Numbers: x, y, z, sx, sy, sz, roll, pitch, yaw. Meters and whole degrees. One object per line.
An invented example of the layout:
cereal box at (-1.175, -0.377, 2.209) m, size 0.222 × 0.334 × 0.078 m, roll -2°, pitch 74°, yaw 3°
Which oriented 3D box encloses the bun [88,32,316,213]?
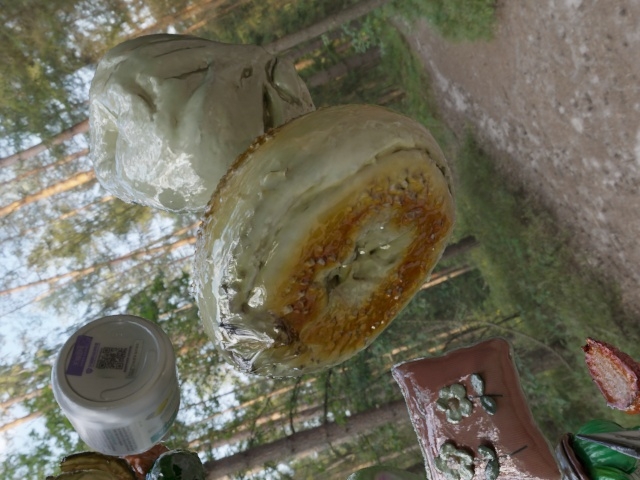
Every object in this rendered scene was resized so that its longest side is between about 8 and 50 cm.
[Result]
bun at (-0.156, -0.182, 0.673) m, size 0.360 × 0.359 × 0.211 m, roll -105°, pitch 16°, yaw -66°

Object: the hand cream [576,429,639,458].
hand cream at (0.569, 0.299, 0.691) m, size 0.121 × 0.336 × 0.076 m, roll 132°, pitch 140°, yaw -72°

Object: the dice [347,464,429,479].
dice at (0.154, 0.700, 0.943) m, size 0.330 × 0.322 × 0.318 m, roll 22°, pitch -163°, yaw 7°

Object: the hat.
hat at (-0.448, 0.585, 1.122) m, size 0.285 × 0.400 × 0.285 m, roll 33°, pitch -155°, yaw -18°

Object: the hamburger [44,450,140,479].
hamburger at (-0.315, 0.439, 0.700) m, size 0.262 × 0.131 × 0.124 m, roll 64°, pitch 159°, yaw 11°

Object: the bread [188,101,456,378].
bread at (0.000, 0.000, 0.488) m, size 0.159 × 0.305 × 0.305 m, roll 41°, pitch 168°, yaw 37°

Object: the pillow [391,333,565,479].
pillow at (0.186, 0.224, 0.584) m, size 0.075 × 0.171 × 0.179 m, roll 8°, pitch -119°, yaw -57°

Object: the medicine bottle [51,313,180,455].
medicine bottle at (-0.253, 0.202, 0.607) m, size 0.215 × 0.135 × 0.135 m, roll 104°, pitch 151°, yaw -49°

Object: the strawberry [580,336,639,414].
strawberry at (0.659, 0.287, 1.018) m, size 0.188 × 0.082 × 0.121 m, roll -92°, pitch 7°, yaw -58°

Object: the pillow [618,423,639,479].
pillow at (0.514, 0.516, 0.814) m, size 0.119 × 0.312 × 0.310 m, roll 65°, pitch 177°, yaw -37°

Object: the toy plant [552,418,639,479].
toy plant at (0.463, 0.376, 0.782) m, size 0.105 × 0.200 × 0.143 m, roll 47°, pitch -157°, yaw -11°
